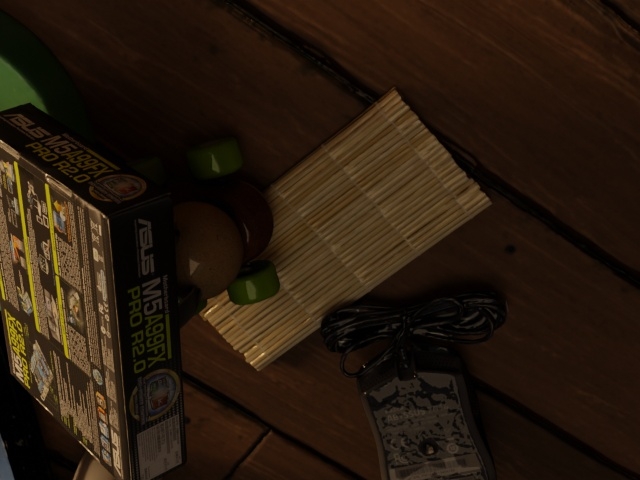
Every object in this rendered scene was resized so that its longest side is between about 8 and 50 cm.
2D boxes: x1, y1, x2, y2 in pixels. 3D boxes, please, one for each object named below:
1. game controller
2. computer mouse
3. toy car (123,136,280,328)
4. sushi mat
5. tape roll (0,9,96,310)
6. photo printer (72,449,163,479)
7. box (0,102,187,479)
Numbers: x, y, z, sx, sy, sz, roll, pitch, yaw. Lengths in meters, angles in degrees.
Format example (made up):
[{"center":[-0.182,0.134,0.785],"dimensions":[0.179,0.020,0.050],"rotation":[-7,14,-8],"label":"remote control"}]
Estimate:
[{"center":[-0.386,0.209,1.180],"dimensions":[0.166,0.067,0.319],"rotation":[-5,119,2],"label":"game controller"},{"center":[0.116,0.176,1.133],"dimensions":[0.188,0.072,0.272],"rotation":[-9,107,9],"label":"computer mouse"},{"center":[-0.125,0.011,0.964],"dimensions":[0.149,0.188,0.155],"rotation":[-13,105,11],"label":"toy car"},{"center":[0.000,0.000,1.063],"dimensions":[0.316,0.019,0.151],"rotation":[-37,112,22],"label":"sushi mat"},{"center":[-0.374,-0.076,1.013],"dimensions":[0.321,0.077,0.321],"rotation":[2,119,3],"label":"tape roll"},{"center":[-0.249,0.404,1.148],"dimensions":[0.107,0.307,0.256],"rotation":[12,119,-3],"label":"photo printer"},{"center":[-0.202,0.046,0.917],"dimensions":[0.060,0.216,0.270],"rotation":[-23,128,-35],"label":"box"}]
